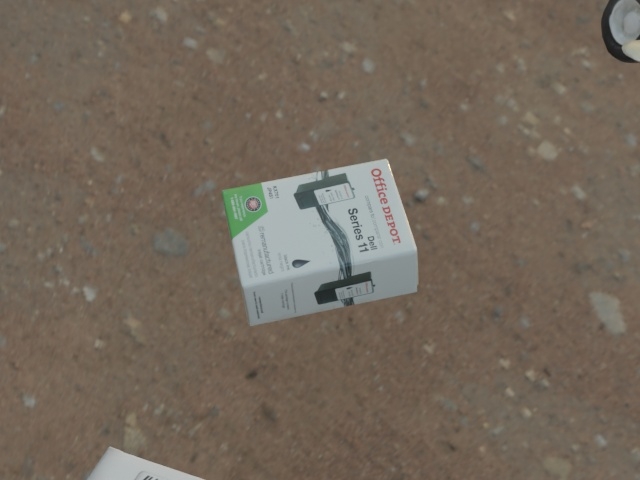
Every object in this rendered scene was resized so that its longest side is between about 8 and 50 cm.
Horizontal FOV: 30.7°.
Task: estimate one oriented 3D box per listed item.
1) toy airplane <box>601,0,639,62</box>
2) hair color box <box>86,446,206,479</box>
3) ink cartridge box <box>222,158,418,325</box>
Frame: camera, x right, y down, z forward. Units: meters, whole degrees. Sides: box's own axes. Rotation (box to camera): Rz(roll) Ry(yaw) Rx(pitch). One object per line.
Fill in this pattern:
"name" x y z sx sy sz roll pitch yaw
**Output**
"toy airplane" 0.381 -0.172 0.752 0.386 0.384 0.272 -27 60 8
"hair color box" -0.198 0.368 1.024 0.173 0.105 0.347 12 52 28
"ink cartridge box" 0.000 0.000 1.382 0.208 0.087 0.153 -12 53 -5
